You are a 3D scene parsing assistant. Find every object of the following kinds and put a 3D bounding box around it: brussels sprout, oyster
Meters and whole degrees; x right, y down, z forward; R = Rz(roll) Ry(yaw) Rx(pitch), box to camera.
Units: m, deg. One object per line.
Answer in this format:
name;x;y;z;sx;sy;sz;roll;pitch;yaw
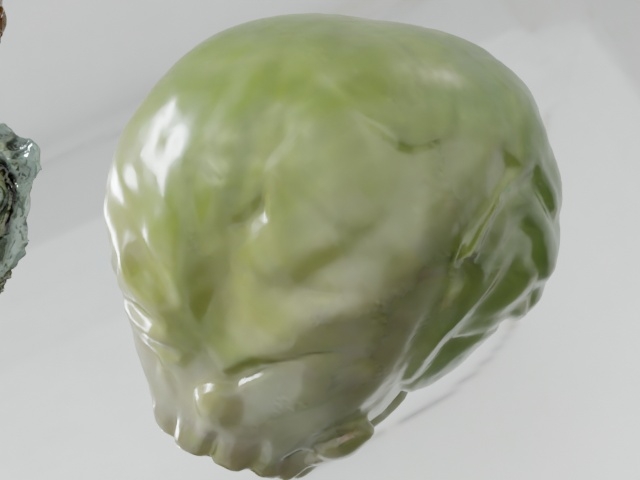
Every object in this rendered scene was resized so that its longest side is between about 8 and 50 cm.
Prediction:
brussels sprout;-0.004;-0.012;1.112;0.316;0.273;0.243;-45;-22;8
oyster;-0.191;-0.014;0.959;0.100;0.098;0.037;-47;-18;-13

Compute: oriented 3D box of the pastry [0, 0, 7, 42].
pastry;-0.169;-0.104;0.718;0.169;0.063;0.087;8;-85;-81
